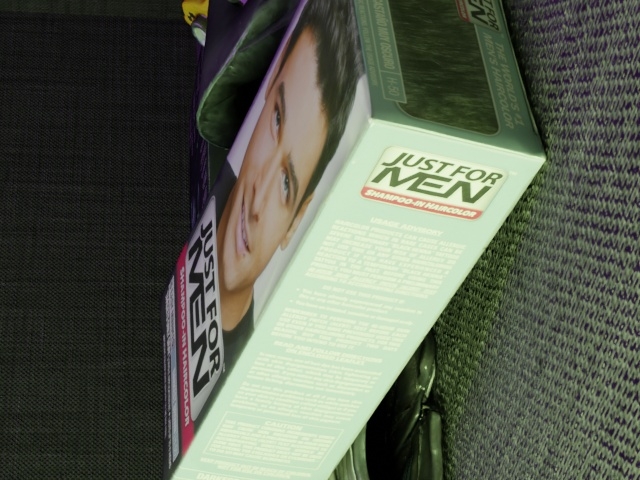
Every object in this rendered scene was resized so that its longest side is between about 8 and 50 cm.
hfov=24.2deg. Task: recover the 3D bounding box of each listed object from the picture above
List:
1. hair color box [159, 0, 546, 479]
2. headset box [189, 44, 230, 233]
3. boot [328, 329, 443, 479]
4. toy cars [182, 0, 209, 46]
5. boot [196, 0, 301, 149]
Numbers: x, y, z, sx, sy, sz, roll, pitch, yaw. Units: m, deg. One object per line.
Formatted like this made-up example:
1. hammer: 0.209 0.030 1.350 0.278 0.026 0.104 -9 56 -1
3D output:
1. hair color box: 0.000 0.000 0.984 0.185 0.114 0.374 -97 27 -42
2. headset box: -0.081 -0.085 1.757 0.246 0.131 0.283 109 161 -62
3. boot: 0.027 0.233 1.081 0.222 0.118 0.338 119 147 -58
4. toy cars: -0.066 -0.307 1.495 0.087 0.176 0.393 67 -168 -45
5. boot: -0.062 -0.256 1.268 0.367 0.146 0.445 -39 45 41
